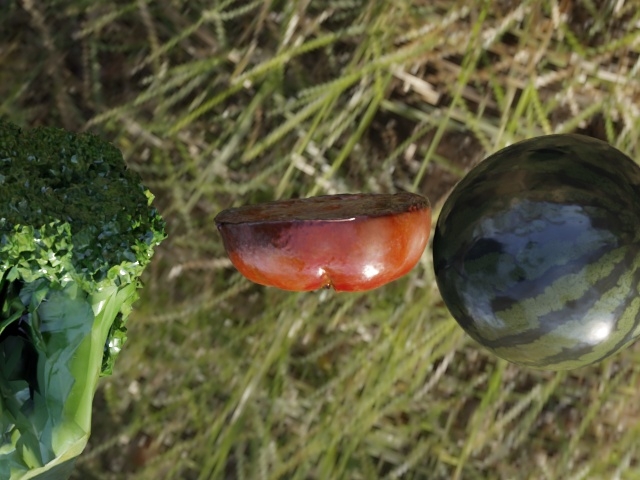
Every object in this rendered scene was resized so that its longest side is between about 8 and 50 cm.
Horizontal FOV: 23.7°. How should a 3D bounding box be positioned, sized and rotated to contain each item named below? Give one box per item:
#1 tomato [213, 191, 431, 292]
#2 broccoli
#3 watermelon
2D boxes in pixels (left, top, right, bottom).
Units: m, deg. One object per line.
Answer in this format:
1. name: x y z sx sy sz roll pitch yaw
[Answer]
1. tomato: 0.002 0.002 1.510 0.225 0.225 0.085 0 101 21
2. broccoli: -0.286 0.055 1.152 0.310 0.413 0.321 24 108 29
3. watermelon: 0.203 0.009 1.314 0.212 0.212 0.212 10 128 13
